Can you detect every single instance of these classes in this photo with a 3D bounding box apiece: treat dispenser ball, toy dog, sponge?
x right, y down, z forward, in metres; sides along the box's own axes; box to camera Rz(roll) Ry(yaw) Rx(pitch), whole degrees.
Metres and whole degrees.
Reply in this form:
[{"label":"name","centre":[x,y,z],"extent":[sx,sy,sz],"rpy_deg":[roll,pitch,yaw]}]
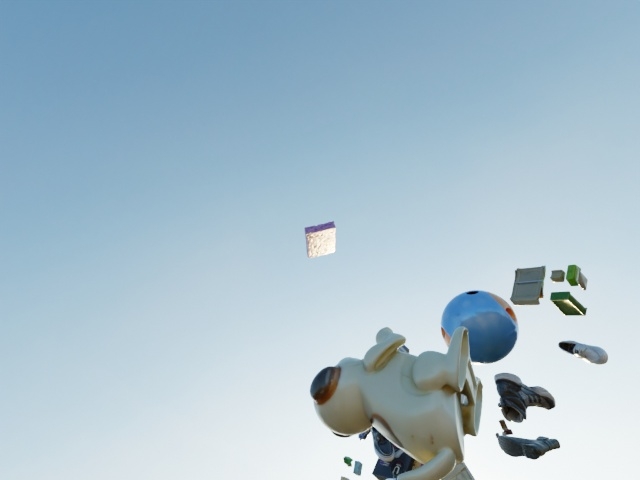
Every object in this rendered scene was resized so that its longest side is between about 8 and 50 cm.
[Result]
[{"label":"treat dispenser ball","centre":[0.616,0.337,1.684],"extent":[0.288,0.288,0.288],"rpy_deg":[-5,-48,-6]},{"label":"toy dog","centre":[0.180,0.422,1.124],"extent":[0.408,0.395,0.284],"rpy_deg":[-5,-46,32]},{"label":"sponge","centre":[0.000,0.000,1.694],"extent":[0.117,0.031,0.210],"rpy_deg":[-14,-27,-7]}]

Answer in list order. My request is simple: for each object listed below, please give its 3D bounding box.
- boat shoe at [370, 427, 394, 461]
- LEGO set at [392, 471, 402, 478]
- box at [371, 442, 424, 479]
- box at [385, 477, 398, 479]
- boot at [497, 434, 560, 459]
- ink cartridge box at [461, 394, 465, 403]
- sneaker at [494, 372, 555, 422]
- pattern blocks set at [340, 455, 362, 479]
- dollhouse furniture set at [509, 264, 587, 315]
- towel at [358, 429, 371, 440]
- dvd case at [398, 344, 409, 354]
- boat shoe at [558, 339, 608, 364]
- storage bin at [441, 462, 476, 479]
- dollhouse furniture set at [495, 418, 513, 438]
[{"label":"boat shoe","centre":[0.255,0.816,1.813],"extent":[0.080,0.228,0.076],"rpy_deg":[-7,-73,-1]},{"label":"LEGO set","centre":[0.282,0.823,1.486],"extent":[0.054,0.083,0.023],"rpy_deg":[-19,-70,-23]},{"label":"box","centre":[0.365,0.915,1.834],"extent":[0.165,0.270,0.143],"rpy_deg":[-15,-61,47]},{"label":"box","centre":[0.259,0.843,1.396],"extent":[0.072,0.126,0.137],"rpy_deg":[-44,-15,-27]},{"label":"boot","centre":[0.965,0.948,2.006],"extent":[0.161,0.083,0.246],"rpy_deg":[-4,-9,-26]},{"label":"ink cartridge box","centre":[0.708,0.889,2.389],"extent":[0.223,0.224,0.045],"rpy_deg":[38,-40,6]},{"label":"sneaker","centre":[0.747,0.602,1.586],"extent":[0.269,0.153,0.101],"rpy_deg":[28,-36,-12]},{"label":"pattern blocks set","centre":[0.091,0.933,1.505],"extent":[0.026,0.324,0.285],"rpy_deg":[-5,-29,26]},{"label":"dollhouse furniture set","centre":[1.091,0.239,2.071],"extent":[0.151,0.197,0.302],"rpy_deg":[37,-27,-24]},{"label":"towel","centre":[0.286,0.845,2.224],"extent":[0.040,0.243,0.336],"rpy_deg":[24,-59,-10]},{"label":"dvd case","centre":[0.392,0.601,2.110],"extent":[0.018,0.164,0.221],"rpy_deg":[-4,-79,-13]},{"label":"boat shoe","centre":[0.931,0.394,1.544],"extent":[0.063,0.184,0.066],"rpy_deg":[6,-84,-11]},{"label":"storage bin","centre":[0.611,1.044,1.702],"extent":[0.123,0.260,0.262],"rpy_deg":[-35,-79,2]},{"label":"dollhouse furniture set","centre":[0.965,1.024,2.310],"extent":[0.091,0.081,0.114],"rpy_deg":[-21,-77,28]}]
